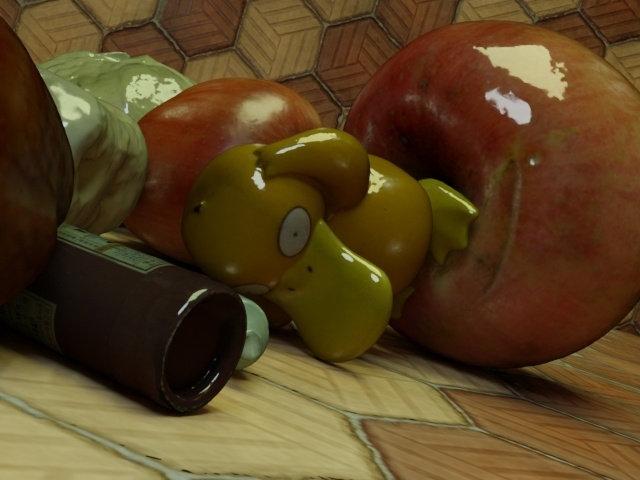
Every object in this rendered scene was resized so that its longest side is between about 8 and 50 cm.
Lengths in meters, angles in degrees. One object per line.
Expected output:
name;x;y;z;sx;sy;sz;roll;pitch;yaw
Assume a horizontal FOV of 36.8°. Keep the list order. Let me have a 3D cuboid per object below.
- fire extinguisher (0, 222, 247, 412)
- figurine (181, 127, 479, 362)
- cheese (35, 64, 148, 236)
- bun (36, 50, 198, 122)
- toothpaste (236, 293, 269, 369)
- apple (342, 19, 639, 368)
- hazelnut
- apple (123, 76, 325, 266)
fire extinguisher;-0.146;0.034;0.563;0.231;0.071;0.099;17;-25;33
figurine;0.001;-0.005;0.831;0.215;0.215;0.228;18;23;21
cheese;-0.305;-0.097;0.969;0.248;0.173;0.251;27;6;12
bun;-0.309;-0.164;1.375;0.361;0.213;0.361;-2;3;0
toothpaste;-0.090;0.050;0.708;0.069;0.047;0.268;-4;8;-20
apple;0.202;-0.047;1.025;0.364;0.364;0.364;17;3;-1
hazelnut;-0.221;-0.043;0.482;0.170;0.201;0.160;-5;-28;4
apple;-0.122;-0.082;1.154;0.241;0.242;0.242;11;0;27
